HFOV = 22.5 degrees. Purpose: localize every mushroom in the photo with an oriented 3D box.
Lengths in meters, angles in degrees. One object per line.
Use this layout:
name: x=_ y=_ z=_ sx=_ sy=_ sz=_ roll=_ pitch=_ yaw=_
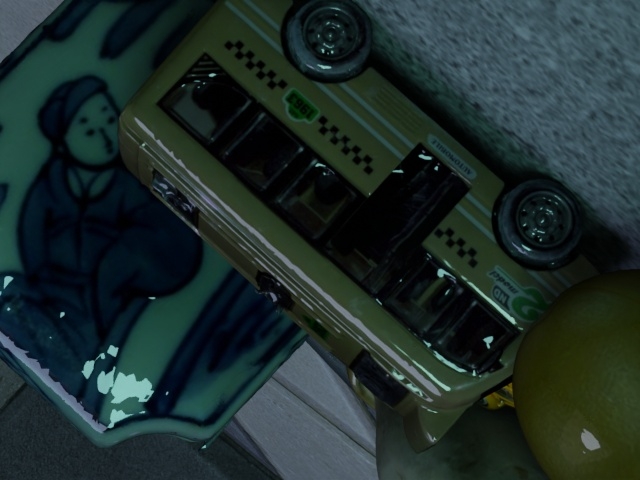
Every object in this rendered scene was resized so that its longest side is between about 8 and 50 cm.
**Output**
mushroom: x=0.102 y=0.159 z=1.252 sx=0.128 sy=0.128 sz=0.350 roll=49 pitch=-176 yaw=-26

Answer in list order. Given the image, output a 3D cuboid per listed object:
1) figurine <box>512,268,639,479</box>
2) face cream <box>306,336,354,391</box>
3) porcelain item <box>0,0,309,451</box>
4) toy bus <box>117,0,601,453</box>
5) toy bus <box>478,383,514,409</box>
figurine: x=0.222 y=0.130 z=0.820 sx=0.285 sy=0.167 sz=0.342 roll=38 pitch=124 yaw=10
face cream: x=0.004 y=0.057 z=1.455 sx=0.283 sy=0.073 sz=0.073 roll=47 pitch=167 yaw=-22
porcelain item: x=-0.120 y=-0.018 z=1.108 sx=0.286 sy=0.281 sz=0.157 roll=45 pitch=169 yaw=-4
toy bus: x=0.022 y=-0.015 z=0.966 sx=0.289 sy=0.157 sz=0.139 roll=42 pitch=168 yaw=3
toy bus: x=0.127 y=0.064 z=1.115 sx=0.074 sy=0.069 sz=0.162 roll=32 pitch=163 yaw=37
